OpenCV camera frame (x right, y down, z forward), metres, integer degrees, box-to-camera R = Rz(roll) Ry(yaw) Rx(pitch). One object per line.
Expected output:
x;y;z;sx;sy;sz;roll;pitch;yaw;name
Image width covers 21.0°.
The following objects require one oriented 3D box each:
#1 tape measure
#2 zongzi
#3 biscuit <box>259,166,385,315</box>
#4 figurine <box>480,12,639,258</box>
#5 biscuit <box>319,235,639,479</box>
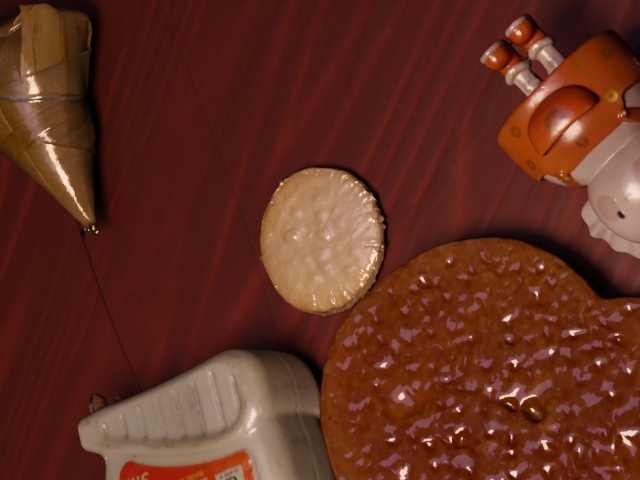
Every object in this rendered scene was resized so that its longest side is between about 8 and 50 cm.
-0.099;0.228;1.676;0.243;0.125;0.246;-27;70;34;tape measure
-0.335;-0.116;1.885;0.228;0.115;0.256;-10;92;39;zongzi
0.000;0.000;1.679;0.152;0.020;0.152;-3;85;36;biscuit
0.249;-0.078;1.450;0.271;0.143;0.143;39;114;-5;figurine
0.180;0.170;1.488;0.350;0.070;0.394;-33;61;14;biscuit
